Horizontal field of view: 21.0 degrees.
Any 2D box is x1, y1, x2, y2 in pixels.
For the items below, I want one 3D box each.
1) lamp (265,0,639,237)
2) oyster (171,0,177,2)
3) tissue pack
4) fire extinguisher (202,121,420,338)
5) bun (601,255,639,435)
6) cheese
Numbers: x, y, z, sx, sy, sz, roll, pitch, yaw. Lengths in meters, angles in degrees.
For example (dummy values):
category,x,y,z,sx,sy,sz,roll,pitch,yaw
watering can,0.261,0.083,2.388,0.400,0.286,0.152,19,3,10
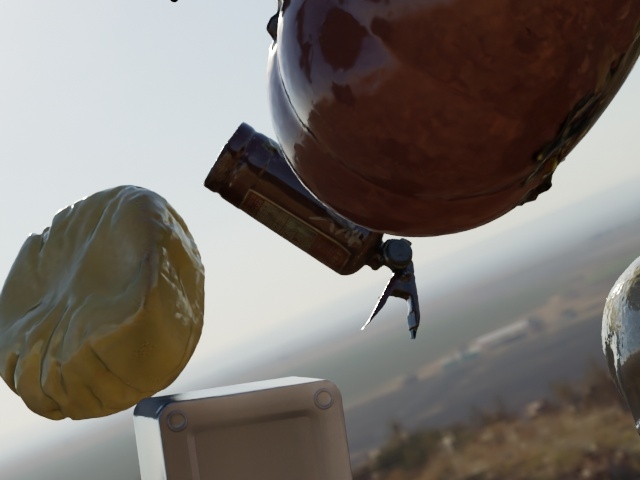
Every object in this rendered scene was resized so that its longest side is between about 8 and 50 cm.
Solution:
category,x,y,z,sx,sy,sz,roll,pitch,yaw
lamp,0.078,-0.150,1.058,0.305,0.239,0.305,-55,-6,-8
oyster,-0.100,-0.299,1.200,0.198,0.260,0.092,-7,3,-23
tissue pack,-0.055,0.242,1.426,0.159,0.246,0.136,-7,-3,-14
fire extinguisher,0.001,-0.002,1.647,0.106,0.252,0.075,-56,4,-5
bun,0.244,0.084,1.034,0.120,0.173,0.173,-60,3,-7
cheese,-0.217,0.060,1.658,0.214,0.226,0.117,-22,-41,20
